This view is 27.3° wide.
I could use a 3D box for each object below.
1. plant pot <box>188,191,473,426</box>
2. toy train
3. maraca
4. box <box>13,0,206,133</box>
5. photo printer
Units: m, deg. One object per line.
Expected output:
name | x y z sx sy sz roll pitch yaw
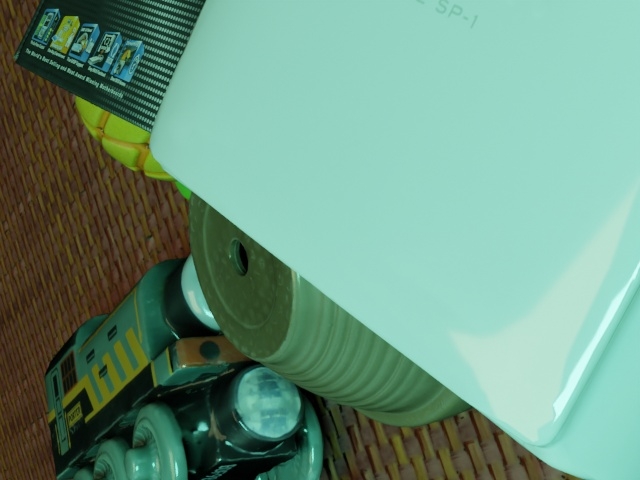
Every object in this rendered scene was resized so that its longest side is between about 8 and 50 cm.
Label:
plant pot | 0.000 0.000 0.743 0.237 0.110 0.237 32 129 50
toy train | -0.111 0.122 0.958 0.334 0.142 0.190 -43 55 56
maraca | -0.103 -0.085 0.896 0.127 0.099 0.185 11 137 59
box | -0.049 -0.156 0.709 0.270 0.060 0.216 29 94 51
photo printer | 0.088 -0.109 0.467 0.256 0.107 0.307 37 106 41
